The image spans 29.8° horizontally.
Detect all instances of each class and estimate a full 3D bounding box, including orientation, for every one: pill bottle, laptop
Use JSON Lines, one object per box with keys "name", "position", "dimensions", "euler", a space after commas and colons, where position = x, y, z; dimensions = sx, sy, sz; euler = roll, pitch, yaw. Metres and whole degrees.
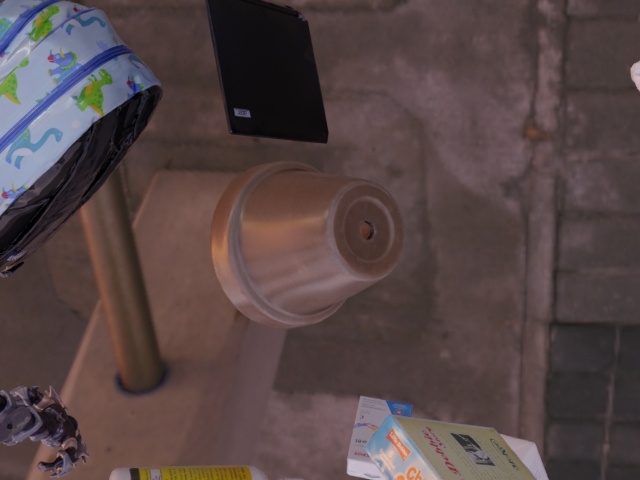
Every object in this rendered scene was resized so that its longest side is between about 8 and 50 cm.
{"name": "pill bottle", "position": [-0.191, 0.478, 2.042], "dimensions": [0.333, 0.188, 0.188], "euler": [2, 130, -13]}
{"name": "laptop", "position": [-0.123, -0.231, 1.400], "dimensions": [0.264, 0.234, 0.137], "euler": [28, 103, 24]}

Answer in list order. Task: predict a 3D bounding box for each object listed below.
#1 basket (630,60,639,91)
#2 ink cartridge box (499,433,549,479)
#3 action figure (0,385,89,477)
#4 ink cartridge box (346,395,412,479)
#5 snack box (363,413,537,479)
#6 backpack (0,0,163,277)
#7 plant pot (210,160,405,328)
{"name": "basket", "position": [0.648, -0.154, 1.563], "dimensions": [0.331, 0.328, 0.266], "euler": [-35, 133, 14]}
{"name": "ink cartridge box", "position": [0.241, 0.449, 1.608], "dimensions": [0.119, 0.207, 0.353], "euler": [6, 132, 39]}
{"name": "action figure", "position": [-0.507, 0.325, 2.120], "dimensions": [0.099, 0.285, 0.185], "euler": [-46, 68, -1]}
{"name": "ink cartridge box", "position": [0.095, 0.320, 1.928], "dimensions": [0.088, 0.122, 0.052], "euler": [9, 142, 6]}
{"name": "snack box", "position": [0.200, 0.316, 1.264], "dimensions": [0.187, 0.322, 0.060], "euler": [15, 116, -42]}
{"name": "backpack", "position": [-0.351, -0.118, 1.403], "dimensions": [0.355, 0.290, 0.273], "euler": [-25, 94, 29]}
{"name": "plant pot", "position": [0.000, 0.000, 1.811], "dimensions": [0.263, 0.263, 0.229], "euler": [47, 149, -24]}
